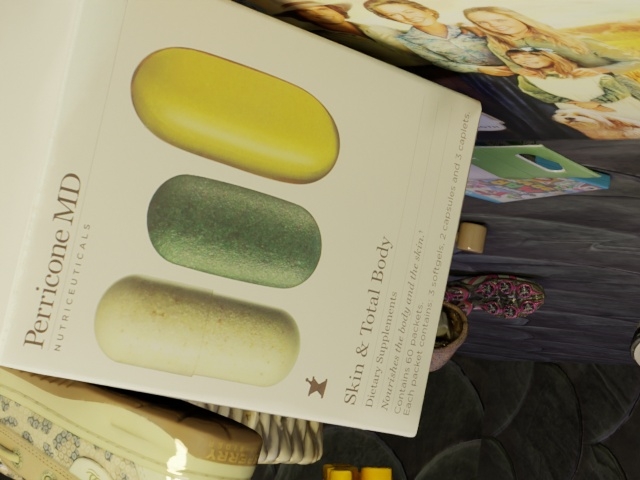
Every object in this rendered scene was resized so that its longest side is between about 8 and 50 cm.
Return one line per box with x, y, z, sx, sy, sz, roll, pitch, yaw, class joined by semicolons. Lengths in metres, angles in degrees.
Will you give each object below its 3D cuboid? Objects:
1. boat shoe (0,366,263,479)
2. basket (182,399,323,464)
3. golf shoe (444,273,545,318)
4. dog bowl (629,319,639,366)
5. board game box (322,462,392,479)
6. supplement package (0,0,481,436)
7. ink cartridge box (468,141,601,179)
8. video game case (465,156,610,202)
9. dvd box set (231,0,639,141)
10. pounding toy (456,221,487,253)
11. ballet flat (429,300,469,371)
-0.153;0.121;0.771;0.104;0.089;0.285;16;176;-42;boat shoe
-0.152;0.022;1.052;0.266;0.331;0.328;3;172;17;basket
0.264;0.078;2.035;0.186;0.067;0.086;-3;-161;31;golf shoe
0.488;0.054;1.162;0.408;0.150;0.408;9;163;3;dog bowl
-0.197;0.217;1.137;0.390;0.050;0.390;-5;171;42;board game box
-0.084;-0.017;0.730;0.263;0.199;0.198;16;174;-39;supplement package
0.098;-0.086;1.001;0.209;0.062;0.109;1;170;35;ink cartridge box
0.179;-0.060;1.272;0.119;0.015;0.166;12;171;-29;video game case
0.053;-0.133;0.712;0.308;0.062;0.420;3;171;35;dvd box set
0.095;0.016;1.596;0.206;0.094;0.181;6;172;12;pounding toy
0.040;0.086;1.532;0.316;0.107;0.106;7;153;-32;ballet flat
